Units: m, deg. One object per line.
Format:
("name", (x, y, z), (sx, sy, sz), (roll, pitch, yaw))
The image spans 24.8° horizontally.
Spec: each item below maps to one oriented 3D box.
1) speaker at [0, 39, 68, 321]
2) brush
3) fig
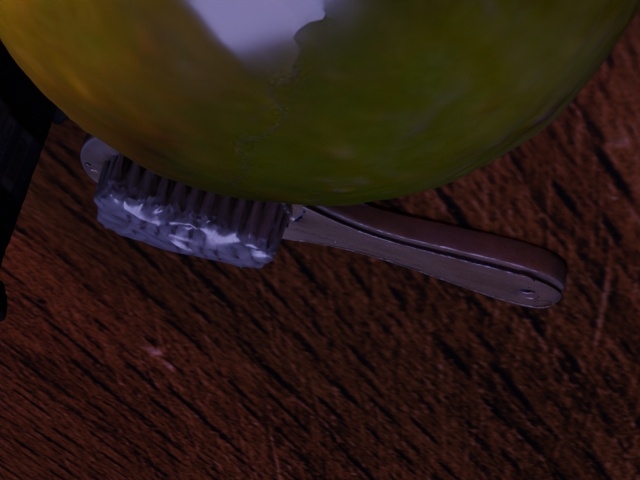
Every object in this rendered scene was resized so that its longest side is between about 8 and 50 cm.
("speaker", (-0.305, -0.076, 0.815), (0.232, 0.184, 0.254), (-7, 144, 33))
("brush", (0.000, 0.000, 0.939), (0.327, 0.065, 0.070), (16, 149, -5))
("fig", (0.008, -0.127, 0.519), (0.258, 0.258, 0.326), (5, 163, 17))
